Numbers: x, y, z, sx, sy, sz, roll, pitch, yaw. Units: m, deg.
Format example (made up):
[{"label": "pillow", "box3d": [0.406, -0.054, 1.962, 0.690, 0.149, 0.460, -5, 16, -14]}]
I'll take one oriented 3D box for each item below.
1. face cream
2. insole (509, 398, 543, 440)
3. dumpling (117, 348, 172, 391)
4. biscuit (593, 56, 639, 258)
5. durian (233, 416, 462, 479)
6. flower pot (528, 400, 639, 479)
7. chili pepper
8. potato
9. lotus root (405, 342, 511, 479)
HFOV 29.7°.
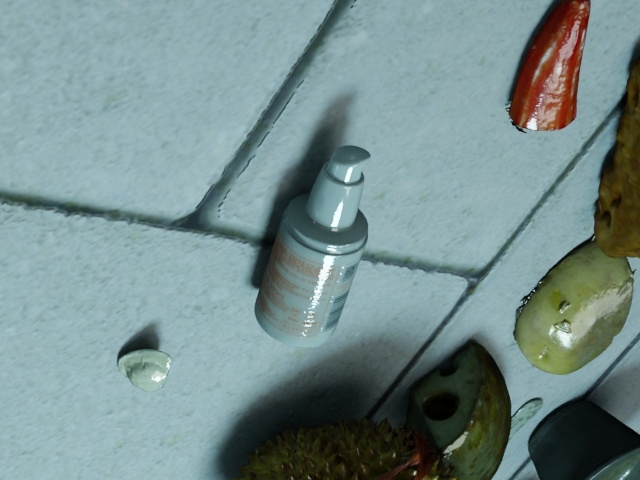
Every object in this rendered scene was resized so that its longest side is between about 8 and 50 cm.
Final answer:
[{"label": "face cream", "box3d": [0.000, 0.000, 1.339, 0.101, 0.101, 0.251, -10, 136, -31]}, {"label": "insole", "box3d": [0.302, 0.333, 2.027, 0.193, 0.006, 0.065, -49, 141, 16]}, {"label": "dumpling", "box3d": [-0.204, 0.147, 1.389, 0.059, 0.077, 0.043, 28, 72, -16]}, {"label": "biscuit", "box3d": [0.570, -0.134, 1.594, 0.395, 0.166, 0.342, -23, 144, -19]}, {"label": "durian", "box3d": [0.046, 0.404, 1.632, 0.384, 0.347, 0.347, 32, 110, -25]}, {"label": "flower pot", "box3d": [0.454, 0.374, 2.074, 0.235, 0.148, 0.235, -25, 145, -19]}, {"label": "chili pepper", "box3d": [0.271, -0.207, 1.363, 0.088, 0.065, 0.169, -14, 135, -28]}, {"label": "potato", "box3d": [0.366, 0.114, 1.764, 0.138, 0.098, 0.243, -15, 138, -23]}, {"label": "lotus root", "box3d": [0.219, 0.307, 1.822, 0.210, 0.142, 0.314, -31, 145, -9]}]
